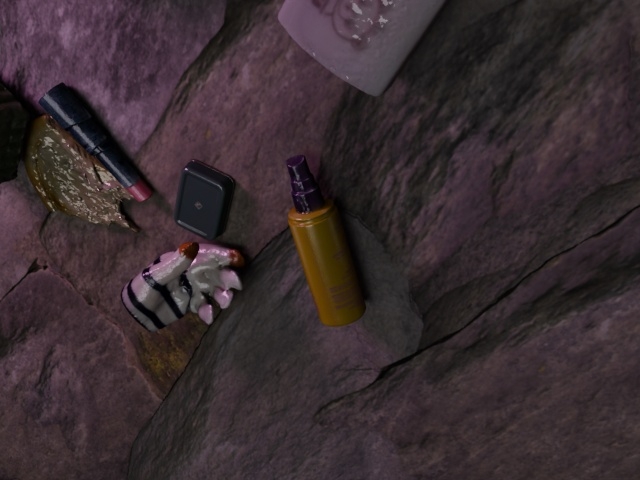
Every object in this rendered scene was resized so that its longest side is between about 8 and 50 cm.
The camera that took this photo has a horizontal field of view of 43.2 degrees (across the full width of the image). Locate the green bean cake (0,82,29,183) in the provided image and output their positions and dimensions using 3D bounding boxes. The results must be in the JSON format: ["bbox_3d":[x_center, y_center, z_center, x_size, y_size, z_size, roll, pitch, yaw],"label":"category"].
[{"bbox_3d":[-0.588,-0.200,1.388,0.173,0.094,0.181,40,131,16],"label":"green bean cake"}]

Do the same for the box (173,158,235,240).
[{"bbox_3d":[-0.193,-0.063,1.323,0.091,0.031,0.126,27,127,10],"label":"box"}]

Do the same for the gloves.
[{"bbox_3d":[-0.225,0.071,1.382,0.219,0.131,0.140,-29,103,6],"label":"gloves"}]

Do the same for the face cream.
[{"bbox_3d":[0.000,0.000,1.231,0.078,0.078,0.273,-3,118,29],"label":"face cream"}]

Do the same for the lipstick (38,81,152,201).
[{"bbox_3d":[-0.365,-0.159,1.347,0.234,0.053,0.053,47,129,-11],"label":"lipstick"}]

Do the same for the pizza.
[{"bbox_3d":[-0.423,-0.096,1.423,0.262,0.034,0.181,36,129,2],"label":"pizza"}]

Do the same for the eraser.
[{"bbox_3d":[0.078,-0.329,0.976,0.174,0.095,0.270,40,129,4],"label":"eraser"}]
